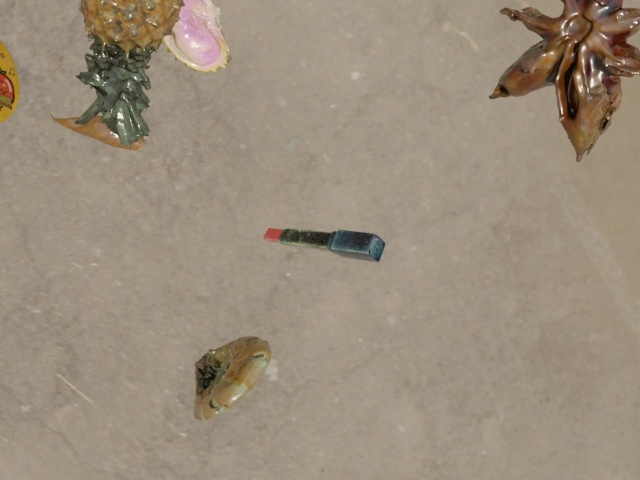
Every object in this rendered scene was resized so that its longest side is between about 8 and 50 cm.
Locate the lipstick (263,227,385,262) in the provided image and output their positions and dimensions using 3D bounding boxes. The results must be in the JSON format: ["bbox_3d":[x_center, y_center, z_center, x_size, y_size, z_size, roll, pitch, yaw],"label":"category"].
[{"bbox_3d":[0.000,0.000,1.859,0.051,0.312,0.051,36,68,-47],"label":"lipstick"}]

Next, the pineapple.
[{"bbox_3d":[-0.229,-0.230,0.985,0.128,0.128,0.248,-15,138,-37],"label":"pineapple"}]

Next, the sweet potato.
[{"bbox_3d":[-0.431,-0.217,1.632,0.195,0.056,0.056,16,77,-1],"label":"sweet potato"}]

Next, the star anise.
[{"bbox_3d":[0.367,-0.235,1.035,0.237,0.347,0.148,70,22,-9],"label":"star anise"}]

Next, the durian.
[{"bbox_3d":[-0.248,-0.440,1.663,0.165,0.132,0.182,-65,146,-13],"label":"durian"}]

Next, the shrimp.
[{"bbox_3d":[-0.149,0.206,1.264,0.061,0.267,0.145,40,73,-19],"label":"shrimp"}]

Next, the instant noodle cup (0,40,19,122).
[{"bbox_3d":[-0.710,-0.298,1.585,0.216,0.172,0.215,34,48,-50],"label":"instant noodle cup"}]
